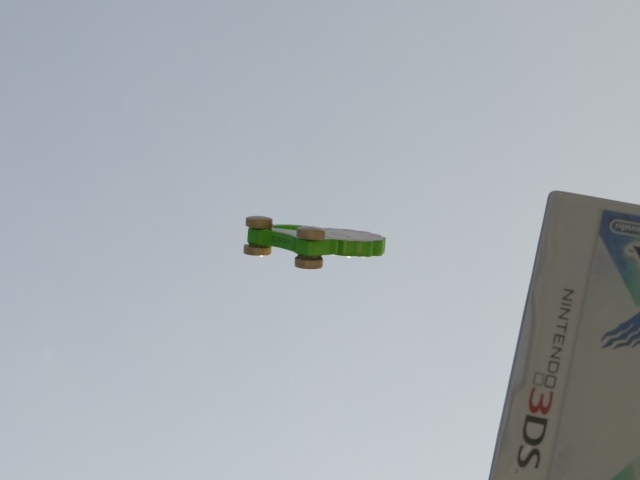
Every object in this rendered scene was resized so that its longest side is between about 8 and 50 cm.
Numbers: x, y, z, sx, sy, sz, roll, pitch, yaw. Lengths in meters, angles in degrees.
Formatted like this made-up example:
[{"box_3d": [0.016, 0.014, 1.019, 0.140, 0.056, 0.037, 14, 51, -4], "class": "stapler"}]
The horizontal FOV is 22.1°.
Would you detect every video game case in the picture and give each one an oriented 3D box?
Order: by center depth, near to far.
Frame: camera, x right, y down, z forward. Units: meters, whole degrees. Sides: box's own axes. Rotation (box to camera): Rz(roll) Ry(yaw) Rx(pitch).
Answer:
[{"box_3d": [0.304, 0.134, 1.228, 0.036, 0.329, 0.300, 53, -131, -74], "class": "video game case"}]

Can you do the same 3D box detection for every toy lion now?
[{"box_3d": [0.000, 0.000, 1.360, 0.096, 0.100, 0.034, -5, -77, -45], "class": "toy lion"}]
